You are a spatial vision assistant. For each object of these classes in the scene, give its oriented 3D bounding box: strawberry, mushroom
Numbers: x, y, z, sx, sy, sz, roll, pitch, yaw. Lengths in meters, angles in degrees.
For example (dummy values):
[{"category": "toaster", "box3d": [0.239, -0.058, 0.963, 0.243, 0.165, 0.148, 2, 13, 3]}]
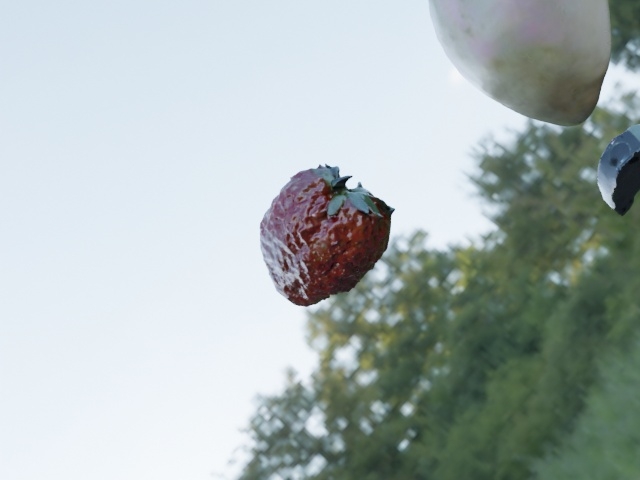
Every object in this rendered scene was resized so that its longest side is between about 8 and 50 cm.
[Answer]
[{"category": "strawberry", "box3d": [-0.001, -0.002, 1.288, 0.148, 0.131, 0.131, -52, -26, 2]}, {"category": "mushroom", "box3d": [0.211, -0.209, 1.394, 0.162, 0.173, 0.236, -4, -19, -16]}]

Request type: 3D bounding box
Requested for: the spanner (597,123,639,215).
[{"category": "spanner", "box3d": [0.287, -0.126, 0.707, 0.087, 0.024, 0.316, 29, -68, -32]}]
